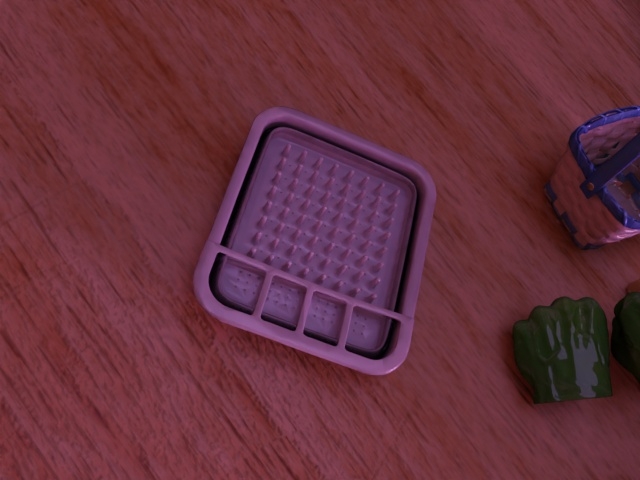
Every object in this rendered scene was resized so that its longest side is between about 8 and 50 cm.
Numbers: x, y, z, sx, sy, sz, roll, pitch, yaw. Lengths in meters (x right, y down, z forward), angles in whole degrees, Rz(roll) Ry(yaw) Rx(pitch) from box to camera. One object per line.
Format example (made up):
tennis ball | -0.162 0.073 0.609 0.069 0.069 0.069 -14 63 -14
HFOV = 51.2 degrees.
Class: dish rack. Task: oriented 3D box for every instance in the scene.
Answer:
dish rack | 0.000 0.000 0.899 0.285 0.072 0.333 21 61 -9

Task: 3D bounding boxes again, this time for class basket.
basket | 0.495 -0.119 1.008 0.254 0.289 0.201 -16 73 -27

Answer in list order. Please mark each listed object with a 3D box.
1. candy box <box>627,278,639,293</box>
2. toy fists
candy box | 0.651 0.167 1.051 0.316 0.087 0.183 11 65 -14
toy fists | 0.410 0.144 0.933 0.279 0.096 0.142 -7 75 4
